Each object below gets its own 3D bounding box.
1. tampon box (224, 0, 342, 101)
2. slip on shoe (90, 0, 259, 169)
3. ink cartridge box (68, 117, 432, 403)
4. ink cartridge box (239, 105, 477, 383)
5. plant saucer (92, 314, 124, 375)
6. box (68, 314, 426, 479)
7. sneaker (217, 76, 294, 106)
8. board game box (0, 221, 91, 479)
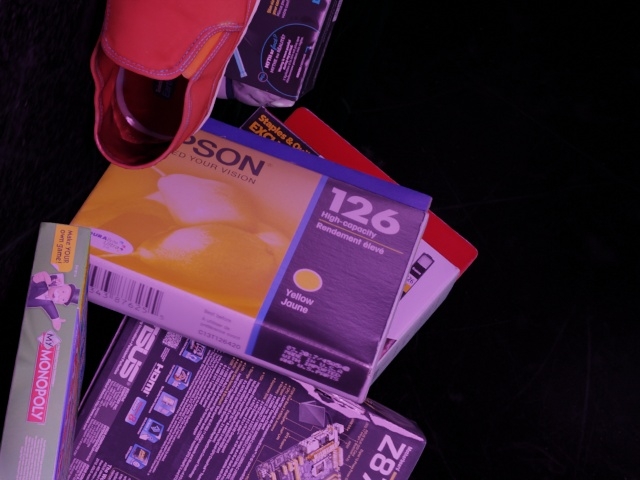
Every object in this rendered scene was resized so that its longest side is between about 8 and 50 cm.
[{"bbox_3d":[-0.070,-0.210,1.219,0.101,0.161,0.120,-56,167,-76],"label":"tampon box"},{"bbox_3d":[-0.120,-0.176,1.080,0.331,0.123,0.101,113,4,-51],"label":"slip on shoe"},{"bbox_3d":[-0.057,-0.019,1.319,0.072,0.304,0.307,107,4,-45],"label":"ink cartridge box"},{"bbox_3d":[0.000,0.000,1.633,0.272,0.309,0.130,-48,171,-14],"label":"ink cartridge box"},{"bbox_3d":[-0.156,0.177,1.481,0.050,0.310,0.310,15,95,-48],"label":"plant saucer"},{"bbox_3d":[-0.126,0.286,1.337,0.395,0.318,0.097,-63,-175,2],"label":"box"},{"bbox_3d":[-0.073,-0.223,1.627,0.235,0.095,0.090,86,26,-77],"label":"sneaker"},{"bbox_3d":[-0.230,0.174,1.121,0.213,0.046,0.317,107,-12,-52],"label":"board game box"}]
